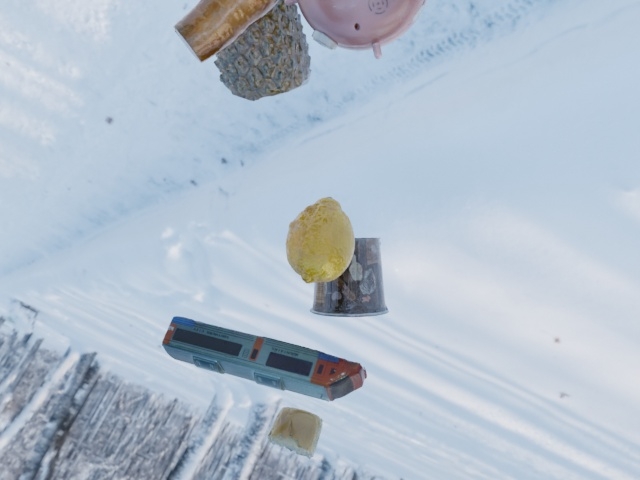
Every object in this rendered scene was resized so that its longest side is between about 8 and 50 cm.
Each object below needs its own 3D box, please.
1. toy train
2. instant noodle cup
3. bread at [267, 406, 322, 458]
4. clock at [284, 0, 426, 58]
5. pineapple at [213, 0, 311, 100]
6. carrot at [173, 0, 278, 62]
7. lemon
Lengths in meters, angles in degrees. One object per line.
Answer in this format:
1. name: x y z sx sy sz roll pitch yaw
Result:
1. toy train: -0.115 0.240 1.149 0.409 0.089 0.086 12 149 17
2. instant noodle cup: 0.078 0.094 1.570 0.217 0.208 0.217 -1 180 0
3. bread: -0.062 0.477 1.456 0.125 0.106 0.082 18 159 4
4. clock: 0.062 -0.423 0.930 0.227 0.241 0.142 36 -168 13
5. pineapple: -0.129 -0.460 1.120 0.201 0.202 0.362 14 129 28
6. carrot: -0.119 -0.336 0.821 0.087 0.193 0.087 40 -179 -1
7. lemon: 0.000 0.000 1.180 0.142 0.187 0.142 13 166 3
